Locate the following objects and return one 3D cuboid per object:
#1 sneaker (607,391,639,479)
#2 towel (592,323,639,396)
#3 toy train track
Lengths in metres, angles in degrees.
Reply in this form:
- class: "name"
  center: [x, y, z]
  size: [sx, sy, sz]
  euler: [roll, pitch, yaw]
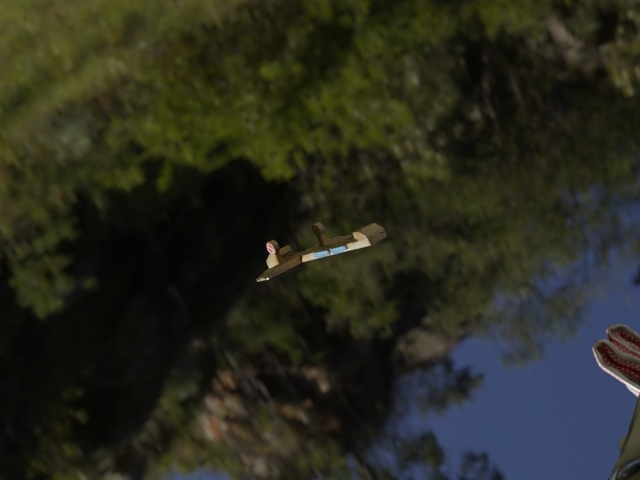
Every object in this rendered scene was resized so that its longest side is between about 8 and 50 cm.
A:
- class: "sneaker"
  center: [0.095, 0.044, 0.472]
  size: [0.083, 0.071, 0.190]
  euler: [-39, -176, 1]
- class: "towel"
  center: [0.200, 0.108, 0.924]
  size: [0.144, 0.197, 0.029]
  euler: [39, -91, 24]
- class: "toy train track"
  center: [0.000, 0.000, 0.846]
  size: [0.048, 0.014, 0.083]
  euler: [-27, -173, -32]
